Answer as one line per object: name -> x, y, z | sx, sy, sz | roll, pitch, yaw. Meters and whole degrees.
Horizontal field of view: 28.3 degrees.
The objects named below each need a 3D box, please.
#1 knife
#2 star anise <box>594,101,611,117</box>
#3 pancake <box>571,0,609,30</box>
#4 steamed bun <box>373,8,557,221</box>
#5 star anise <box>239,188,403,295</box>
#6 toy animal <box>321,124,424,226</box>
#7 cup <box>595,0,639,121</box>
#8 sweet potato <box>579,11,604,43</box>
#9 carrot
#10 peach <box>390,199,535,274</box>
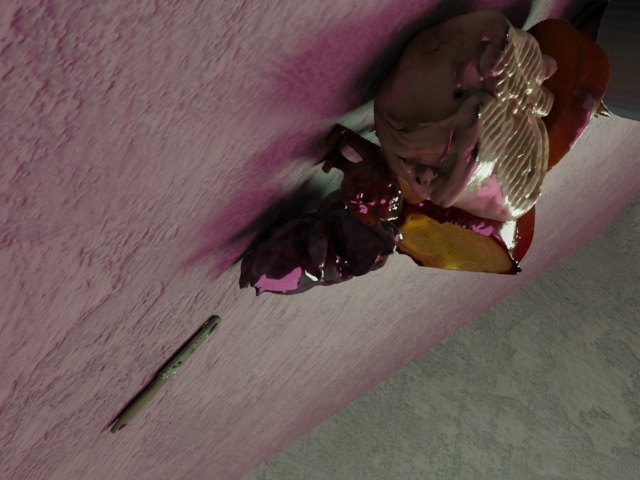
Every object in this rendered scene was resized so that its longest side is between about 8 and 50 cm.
knife -> -0.261, 0.227, 2.123 | 0.293, 0.020, 0.043 | -46, 163, 15
star anise -> 0.411, -0.273, 2.233 | 0.271, 0.103, 0.272 | -9, 153, -5
pancake -> 0.462, -0.382, 2.205 | 0.108, 0.017, 0.108 | -42, 165, -14
steamed bun -> 0.187, -0.166, 1.755 | 0.280, 0.207, 0.268 | 24, 76, -54
star anise -> 0.000, 0.000, 1.931 | 0.315, 0.139, 0.359 | -13, 180, -36
toy animal -> 0.095, -0.092, 1.847 | 0.097, 0.157, 0.312 | -48, 163, 25
cup -> 0.651, -0.321, 2.057 | 0.331, 0.311, 0.257 | -52, 134, -23
sweet potato -> 0.515, -0.348, 2.230 | 0.114, 0.092, 0.341 | -31, 170, 10
carrot -> 0.333, -0.209, 1.941 | 0.258, 0.100, 0.307 | -66, -166, -2
peach -> 0.231, -0.073, 2.157 | 0.361, 0.257, 0.201 | 35, 65, -60
